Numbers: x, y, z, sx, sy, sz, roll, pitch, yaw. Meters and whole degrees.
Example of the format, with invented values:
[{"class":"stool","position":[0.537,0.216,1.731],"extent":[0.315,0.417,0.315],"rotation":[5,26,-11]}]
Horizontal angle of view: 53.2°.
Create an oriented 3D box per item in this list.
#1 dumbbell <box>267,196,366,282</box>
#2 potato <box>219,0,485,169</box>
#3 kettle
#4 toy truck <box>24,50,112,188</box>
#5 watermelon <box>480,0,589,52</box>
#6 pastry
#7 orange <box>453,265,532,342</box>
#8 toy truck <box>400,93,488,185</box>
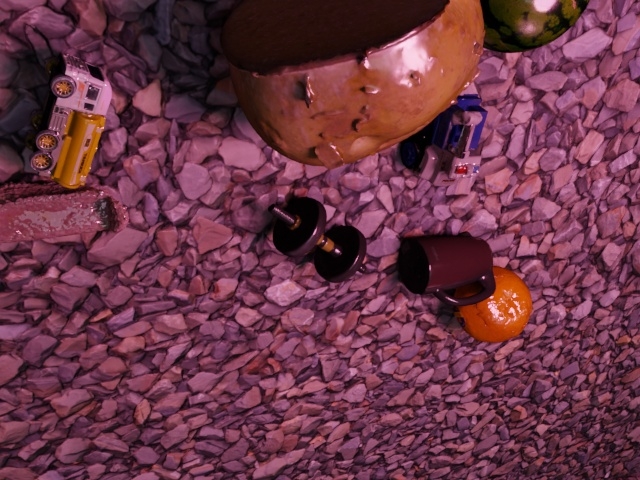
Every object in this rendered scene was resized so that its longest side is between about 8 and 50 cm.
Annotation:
[{"class":"dumbbell","position":[0.000,0.000,1.460],"extent":[0.143,0.143,0.325],"rotation":[-48,130,10]},{"class":"potato","position":[0.079,-0.291,1.136],"extent":[0.442,0.385,0.319],"rotation":[-20,133,4]},{"class":"kettle","position":[0.346,0.073,1.664],"extent":[0.232,0.202,0.144],"rotation":[-7,152,-24]},{"class":"toy truck","position":[-0.439,-0.205,1.121],"extent":[0.114,0.098,0.227],"rotation":[9,120,-36]},{"class":"watermelon","position":[0.367,-0.496,1.204],"extent":[0.285,0.285,0.285],"rotation":[-14,127,-19]},{"class":"pastry","position":[-0.493,-0.057,1.194],"extent":[0.265,0.112,0.103],"rotation":[1,126,-14]},{"class":"orange","position":[0.481,0.179,1.798],"extent":[0.219,0.193,0.219],"rotation":[0,86,0]},{"class":"toy truck","position":[0.295,-0.221,1.436],"extent":[0.161,0.177,0.213],"rotation":[-6,124,-25]}]
